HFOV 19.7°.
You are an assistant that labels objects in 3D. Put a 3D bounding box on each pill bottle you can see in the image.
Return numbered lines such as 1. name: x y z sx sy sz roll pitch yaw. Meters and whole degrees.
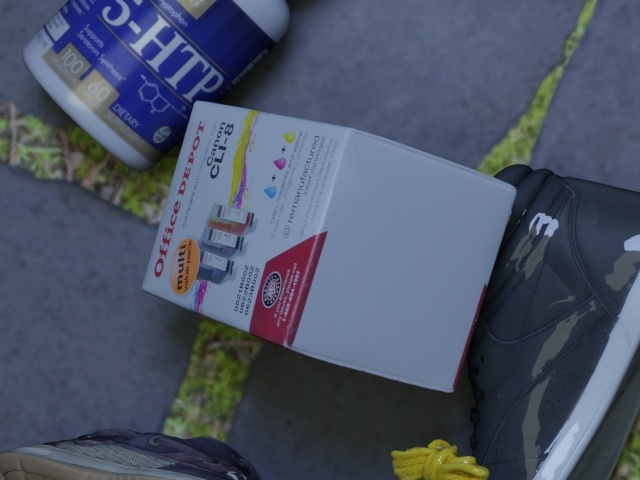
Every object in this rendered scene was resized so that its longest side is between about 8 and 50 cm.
1. pill bottle: -0.085 -0.144 1.150 0.186 0.112 0.112 -45 82 5

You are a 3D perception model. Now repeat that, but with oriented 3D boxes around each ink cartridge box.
1. ink cartridge box: 0.000 0.000 1.084 0.127 0.176 0.128 17 89 -33

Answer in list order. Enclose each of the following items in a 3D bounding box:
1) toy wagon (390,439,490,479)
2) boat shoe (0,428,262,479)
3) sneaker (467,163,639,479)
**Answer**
1. toy wagon: 0.096 0.277 1.048 0.267 0.068 0.344 5 103 43
2. boat shoe: -0.075 0.163 1.096 0.285 0.092 0.102 6 117 37
3. sneaker: 0.113 0.088 1.126 0.147 0.104 0.295 28 100 24
